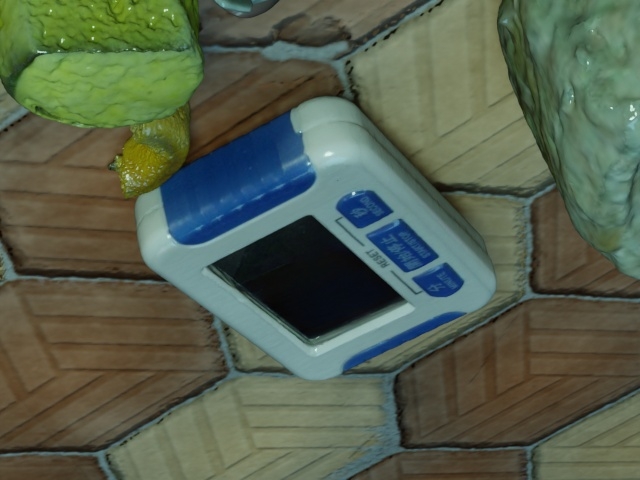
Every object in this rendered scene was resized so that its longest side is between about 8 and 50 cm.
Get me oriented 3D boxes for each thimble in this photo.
[{"bbox_3d":[0.253,-0.112,1.061,0.292,0.195,0.291,-13,147,-9],"label":"thimble"}]

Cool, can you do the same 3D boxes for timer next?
[{"bbox_3d":[0.000,0.000,1.217,0.178,0.078,0.253,-25,145,17],"label":"timer"}]

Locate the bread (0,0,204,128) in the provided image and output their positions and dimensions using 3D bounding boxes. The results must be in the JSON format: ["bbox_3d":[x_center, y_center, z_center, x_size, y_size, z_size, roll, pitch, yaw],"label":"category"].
[{"bbox_3d":[-0.125,-0.127,0.943,0.129,0.114,0.111,-5,152,-12],"label":"bread"}]

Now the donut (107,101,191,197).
[{"bbox_3d":[-0.114,-0.061,1.110,0.083,0.038,0.067,-36,146,24],"label":"donut"}]

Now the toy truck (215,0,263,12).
[{"bbox_3d":[0.017,-0.241,0.820,0.305,0.136,0.162,-37,151,23],"label":"toy truck"}]

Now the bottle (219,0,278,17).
[{"bbox_3d":[-0.010,-0.184,0.960,0.053,0.053,0.140,15,135,-40],"label":"bottle"}]
